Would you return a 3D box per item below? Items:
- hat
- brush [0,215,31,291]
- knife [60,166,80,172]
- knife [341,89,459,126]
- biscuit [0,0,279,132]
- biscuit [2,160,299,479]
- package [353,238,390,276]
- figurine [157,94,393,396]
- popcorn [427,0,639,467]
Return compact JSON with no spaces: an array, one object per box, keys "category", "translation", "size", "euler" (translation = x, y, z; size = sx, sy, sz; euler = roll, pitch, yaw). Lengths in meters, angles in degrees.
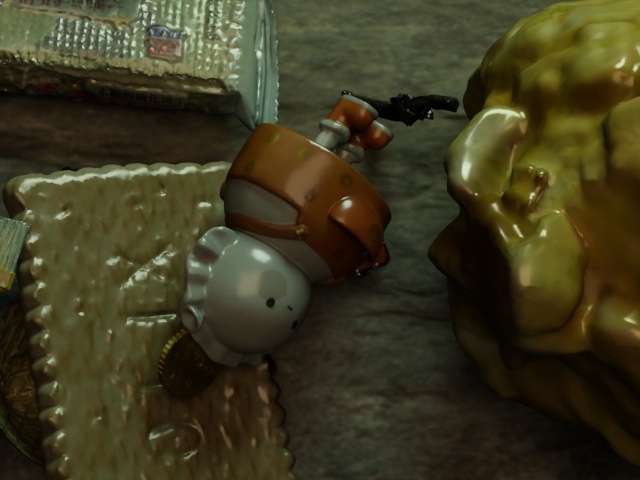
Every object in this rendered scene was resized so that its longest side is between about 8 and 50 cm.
[{"category":"hat","translation":[-0.233,0.120,1.405],"size":[0.146,0.067,0.146],"euler":[26,54,-43]},{"category":"brush","translation":[-0.289,0.069,1.324],"size":[0.083,0.011,0.205],"euler":[17,73,-2]},{"category":"knife","translation":[-0.169,-0.027,1.474],"size":[0.121,0.018,0.031],"euler":[36,76,3]},{"category":"knife","translation":[0.070,-0.106,1.435],"size":[0.045,0.222,0.021],"euler":[31,85,-19]},{"category":"biscuit","translation":[-0.184,-0.180,1.481],"size":[0.309,0.079,0.186],"euler":[7,69,-5]},{"category":"biscuit","translation":[-0.133,0.094,1.403],"size":[0.217,0.044,0.325],"euler":[-6,78,-28]},{"category":"package","translation":[0.000,0.000,1.482],"size":[0.110,0.033,0.077],"euler":[-17,56,-18]},{"category":"figurine","translation":[-0.041,0.004,1.391],"size":[0.271,0.143,0.143],"euler":[-44,84,-2]},{"category":"popcorn","translation":[0.264,-0.014,1.340],"size":[0.344,0.354,0.390],"euler":[58,31,-27]}]
